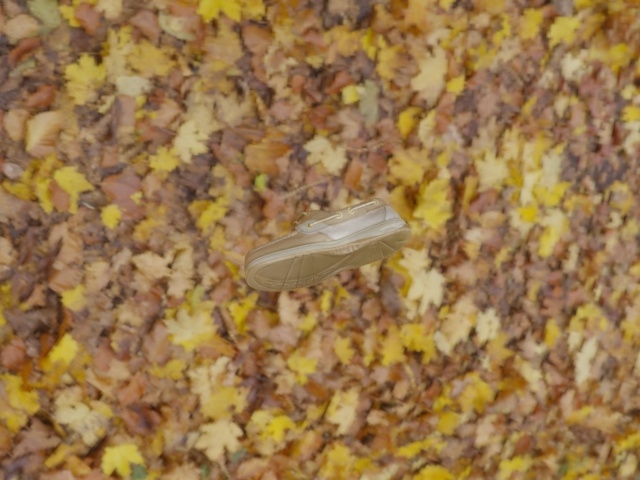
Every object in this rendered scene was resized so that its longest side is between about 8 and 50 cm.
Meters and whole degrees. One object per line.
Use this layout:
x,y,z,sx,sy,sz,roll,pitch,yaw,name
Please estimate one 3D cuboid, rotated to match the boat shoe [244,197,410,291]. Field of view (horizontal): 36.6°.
0.000,0.000,0.915,0.170,0.059,0.063,-14,147,-25,boat shoe
